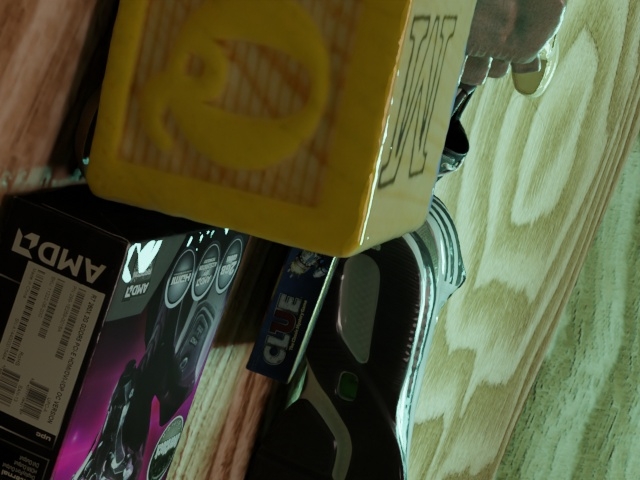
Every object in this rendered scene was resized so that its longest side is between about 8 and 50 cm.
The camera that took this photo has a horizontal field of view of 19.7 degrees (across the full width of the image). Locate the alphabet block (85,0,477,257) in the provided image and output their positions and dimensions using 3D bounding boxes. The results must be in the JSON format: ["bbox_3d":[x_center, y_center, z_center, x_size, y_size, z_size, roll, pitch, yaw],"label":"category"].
[{"bbox_3d":[-0.020,-0.107,1.220,0.197,0.192,0.193,-21,122,-73],"label":"alphabet block"}]

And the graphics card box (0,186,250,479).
[{"bbox_3d":[-0.177,0.145,1.263,0.233,0.094,0.371,-11,121,-71],"label":"graphics card box"}]

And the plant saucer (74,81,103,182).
[{"bbox_3d":[-0.142,-0.077,1.219,0.083,0.015,0.083,-58,161,-32],"label":"plant saucer"}]

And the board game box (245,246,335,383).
[{"bbox_3d":[0.000,0.000,1.678,0.165,0.042,0.243,-43,154,-84],"label":"board game box"}]

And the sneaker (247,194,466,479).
[{"bbox_3d":[0.067,0.156,1.938,0.257,0.169,0.447,-34,141,-60],"label":"sneaker"}]

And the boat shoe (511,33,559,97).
[{"bbox_3d":[0.257,-0.253,2.227,0.059,0.063,0.170,-30,130,-62],"label":"boat shoe"}]

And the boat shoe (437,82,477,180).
[{"bbox_3d":[0.114,-0.093,1.934,0.233,0.079,0.084,97,20,-47],"label":"boat shoe"}]

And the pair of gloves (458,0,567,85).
[{"bbox_3d":[0.066,-0.191,1.386,0.204,0.240,0.042,93,-4,-48],"label":"pair of gloves"}]
